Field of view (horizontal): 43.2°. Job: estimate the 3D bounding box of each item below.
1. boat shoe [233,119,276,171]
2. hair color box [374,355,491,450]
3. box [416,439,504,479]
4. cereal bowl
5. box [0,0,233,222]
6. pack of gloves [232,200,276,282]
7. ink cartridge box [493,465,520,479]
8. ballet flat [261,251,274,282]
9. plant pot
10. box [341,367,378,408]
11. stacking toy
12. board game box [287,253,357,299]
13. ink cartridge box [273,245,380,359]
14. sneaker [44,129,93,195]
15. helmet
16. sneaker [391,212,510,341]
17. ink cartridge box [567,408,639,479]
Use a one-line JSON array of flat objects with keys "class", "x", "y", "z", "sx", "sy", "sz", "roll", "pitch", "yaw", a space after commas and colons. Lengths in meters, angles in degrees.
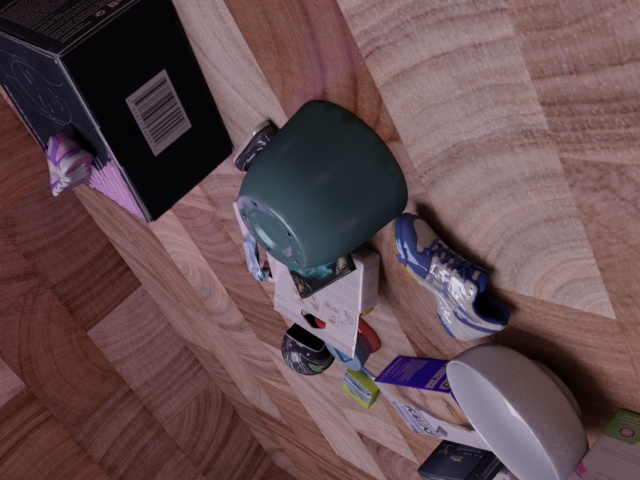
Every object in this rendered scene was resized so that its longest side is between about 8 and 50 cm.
[{"class": "boat shoe", "x": -0.141, "y": -0.194, "z": 1.812, "sx": 0.065, "sy": 0.075, "sz": 0.206, "roll": 49, "pitch": 153, "yaw": 3}, {"class": "hair color box", "x": 0.294, "y": 0.391, "z": 1.974, "sx": 0.185, "sy": 0.110, "sz": 0.339, "roll": 53, "pitch": 155, "yaw": -13}, {"class": "box", "x": 0.362, "y": 0.532, "z": 1.987, "sx": 0.059, "sy": 0.183, "sz": 0.232, "roll": 50, "pitch": 158, "yaw": -8}, {"class": "cereal bowl", "x": 0.409, "y": 0.338, "z": 1.605, "sx": 0.339, "sy": 0.141, "sz": 0.339, "roll": 51, "pitch": 166, "yaw": 19}, {"class": "box", "x": -0.522, "y": -0.366, "z": 1.903, "sx": 0.471, "sy": 0.297, "sz": 0.480, "roll": 26, "pitch": 150, "yaw": 37}, {"class": "pack of gloves", "x": -0.173, "y": 0.006, "z": 2.123, "sx": 0.195, "sy": 0.046, "sz": 0.232, "roll": -5, "pitch": 101, "yaw": 56}, {"class": "ink cartridge box", "x": 0.472, "y": 0.596, "z": 2.017, "sx": 0.154, "sy": 0.093, "sz": 0.212, "roll": 48, "pitch": 159, "yaw": -7}, {"class": "ballet flat", "x": -0.123, "y": 0.071, "z": 2.221, "sx": 0.079, "sy": 0.077, "sz": 0.221, "roll": 39, "pitch": 152, "yaw": 7}, {"class": "plant pot", "x": -0.017, "y": -0.085, "z": 1.568, "sx": 0.293, "sy": 0.235, "sz": 0.293, "roll": 37, "pitch": 155, "yaw": 21}, {"class": "box", "x": 0.122, "y": 0.437, "z": 2.430, "sx": 0.109, "sy": 0.042, "sz": 0.178, "roll": 39, "pitch": 157, "yaw": 17}, {"class": "stacking toy", "x": 0.010, "y": 0.205, "z": 2.131, "sx": 0.279, "sy": 0.130, "sz": 0.309, "roll": 29, "pitch": 151, "yaw": 36}, {"class": "board game box", "x": -0.007, "y": 0.042, "z": 1.775, "sx": 0.186, "sy": 0.026, "sz": 0.126, "roll": -34, "pitch": 78, "yaw": 47}, {"class": "ink cartridge box", "x": 0.007, "y": 0.102, "z": 1.928, "sx": 0.296, "sy": 0.066, "sz": 0.261, "roll": 28, "pitch": 126, "yaw": 39}, {"class": "sneaker", "x": -0.585, "y": -0.181, "z": 1.845, "sx": 0.104, "sy": 0.095, "sz": 0.236, "roll": 54, "pitch": 153, "yaw": 0}, {"class": "helmet", "x": -0.033, "y": 0.310, "z": 2.334, "sx": 0.169, "sy": 0.161, "sz": 0.169, "roll": 38, "pitch": 156, "yaw": 20}, {"class": "sneaker", "x": 0.254, "y": 0.058, "z": 1.535, "sx": 0.131, "sy": 0.112, "sz": 0.296, "roll": -19, "pitch": 115, "yaw": 47}, {"class": "ink cartridge box", "x": 0.528, "y": 0.481, "z": 1.393, "sx": 0.207, "sy": 0.353, "sz": 0.119, "roll": 14, "pitch": 141, "yaw": 53}]
